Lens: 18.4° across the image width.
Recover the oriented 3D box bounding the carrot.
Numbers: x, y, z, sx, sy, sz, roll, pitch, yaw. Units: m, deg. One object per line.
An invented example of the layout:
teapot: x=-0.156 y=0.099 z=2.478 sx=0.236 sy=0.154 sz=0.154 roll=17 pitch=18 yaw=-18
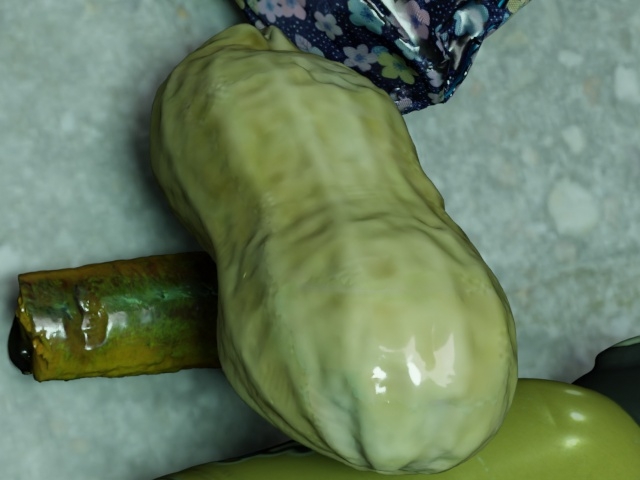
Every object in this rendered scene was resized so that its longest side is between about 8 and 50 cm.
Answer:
carrot: x=-0.032 y=0.038 z=1.004 sx=0.260 sy=0.070 sz=0.070 roll=-3 pitch=79 yaw=-25

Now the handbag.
handbag: x=0.025 y=-0.194 z=1.053 sx=0.229 sy=0.127 sz=0.208 roll=47 pitch=54 yaw=-5

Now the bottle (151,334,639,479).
bottle: x=0.087 y=0.152 z=0.980 sx=0.351 sy=0.171 sz=0.172 roll=-15 pitch=85 yaw=-30

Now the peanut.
peanut: x=0.000 y=0.000 z=0.918 sx=0.130 sy=0.130 sz=0.290 roll=3 pitch=40 yaw=-25
